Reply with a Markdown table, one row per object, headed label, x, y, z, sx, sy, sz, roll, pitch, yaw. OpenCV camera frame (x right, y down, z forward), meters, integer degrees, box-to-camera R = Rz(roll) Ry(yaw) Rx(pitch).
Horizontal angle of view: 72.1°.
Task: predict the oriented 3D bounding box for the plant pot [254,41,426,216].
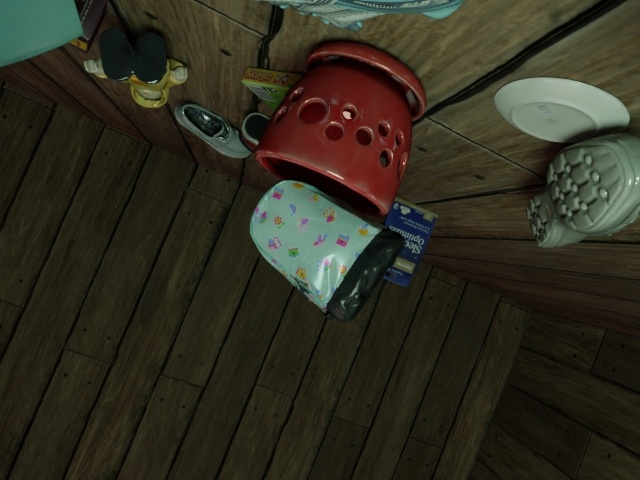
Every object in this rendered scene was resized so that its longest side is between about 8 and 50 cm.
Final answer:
| label | x | y | z | sx | sy | sz | roll | pitch | yaw |
| --- | --- | --- | --- | --- | --- | --- | --- | --- | --- |
| plant pot | 0.031 | -0.145 | 0.575 | 0.191 | 0.174 | 0.191 | 22 | 177 | 1 |

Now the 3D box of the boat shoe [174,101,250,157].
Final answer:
| label | x | y | z | sx | sy | sz | roll | pitch | yaw |
| --- | --- | --- | --- | --- | --- | --- | --- | --- | --- |
| boat shoe | -0.273 | -0.285 | 1.157 | 0.227 | 0.079 | 0.081 | 28 | 178 | -32 |

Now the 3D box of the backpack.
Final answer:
| label | x | y | z | sx | sy | sz | roll | pitch | yaw |
| --- | --- | --- | --- | --- | --- | --- | --- | --- | --- |
| backpack | 0.000 | 0.000 | 0.567 | 0.182 | 0.152 | 0.115 | 35 | 174 | 15 |

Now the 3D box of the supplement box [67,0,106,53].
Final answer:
| label | x | y | z | sx | sy | sz | roll | pitch | yaw |
| --- | --- | --- | --- | --- | --- | --- | --- | --- | --- |
| supplement box | -0.437 | -0.381 | 0.670 | 0.188 | 0.081 | 0.104 | 24 | 176 | -30 |

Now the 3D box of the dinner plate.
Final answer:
| label | x | y | z | sx | sy | sz | roll | pitch | yaw |
| --- | --- | --- | --- | --- | --- | --- | --- | --- | --- |
| dinner plate | 0.267 | -0.140 | 0.499 | 0.141 | 0.017 | 0.141 | 23 | 175 | 2 |

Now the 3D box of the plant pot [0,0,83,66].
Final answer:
| label | x | y | z | sx | sy | sz | roll | pitch | yaw |
| --- | --- | --- | --- | --- | --- | --- | --- | --- | --- |
| plant pot | -0.430 | -0.296 | 0.530 | 0.234 | 0.166 | 0.165 | -18 | -142 | -23 |

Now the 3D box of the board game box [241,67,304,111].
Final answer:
| label | x | y | z | sx | sy | sz | roll | pitch | yaw |
| --- | --- | --- | --- | --- | --- | --- | --- | --- | --- |
| board game box | -0.019 | -0.227 | 0.810 | 0.124 | 0.039 | 0.259 | 21 | 174 | 32 |

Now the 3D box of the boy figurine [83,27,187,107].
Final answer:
| label | x | y | z | sx | sy | sz | roll | pitch | yaw |
| --- | --- | --- | --- | --- | --- | --- | --- | --- | --- |
| boy figurine | -0.343 | -0.316 | 0.830 | 0.177 | 0.092 | 0.285 | -1 | -173 | -17 |

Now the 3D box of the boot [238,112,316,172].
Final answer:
| label | x | y | z | sx | sy | sz | roll | pitch | yaw |
| --- | --- | --- | --- | --- | --- | --- | --- | --- | --- |
| boot | -0.085 | -0.213 | 1.071 | 0.244 | 0.088 | 0.176 | 31 | 175 | -14 |

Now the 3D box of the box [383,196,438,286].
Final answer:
| label | x | y | z | sx | sy | sz | roll | pitch | yaw |
| --- | --- | --- | --- | --- | --- | --- | --- | --- | --- |
| box | 0.229 | 0.005 | 1.237 | 0.136 | 0.225 | 0.036 | 22 | 176 | -2 |

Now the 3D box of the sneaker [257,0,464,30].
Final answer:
| label | x | y | z | sx | sy | sz | roll | pitch | yaw |
| --- | --- | --- | --- | --- | --- | --- | --- | --- | --- |
| sneaker | -0.016 | -0.216 | 0.350 | 0.283 | 0.110 | 0.122 | 21 | 180 | 29 |

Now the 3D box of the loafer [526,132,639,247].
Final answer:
| label | x | y | z | sx | sy | sz | roll | pitch | yaw |
| --- | --- | --- | --- | --- | --- | --- | --- | --- | --- |
| loafer | 0.357 | -0.060 | 0.571 | 0.111 | 0.112 | 0.319 | -16 | 169 | 11 |
